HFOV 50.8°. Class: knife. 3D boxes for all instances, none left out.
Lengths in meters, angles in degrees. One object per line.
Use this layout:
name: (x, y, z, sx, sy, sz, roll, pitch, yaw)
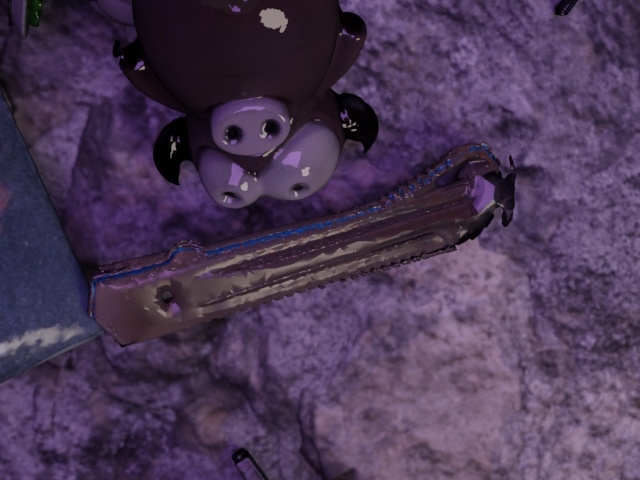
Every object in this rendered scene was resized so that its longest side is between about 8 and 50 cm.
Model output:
knife: (-0.002, 0.000, 0.539, 0.364, 0.043, 0.089, -17, 102, -19)

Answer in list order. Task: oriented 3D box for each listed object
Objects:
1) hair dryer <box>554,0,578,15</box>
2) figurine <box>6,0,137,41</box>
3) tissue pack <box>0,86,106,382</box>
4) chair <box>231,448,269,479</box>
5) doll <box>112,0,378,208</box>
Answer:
hair dryer: (0.241, -0.232, 0.600, 0.047, 0.026, 0.083, 39, 90, -9)
figurine: (-0.142, -0.198, 0.498, 0.153, 0.132, 0.133, 7, 93, -23)
tissue pack: (-0.311, -0.030, 0.446, 0.227, 0.103, 0.316, -25, 98, -31)
chair: (-0.035, 0.326, 0.530, 0.136, 0.147, 0.271, -34, 97, -6)
doll: (-0.046, -0.122, 0.470, 0.181, 0.117, 0.257, -7, 135, -2)
